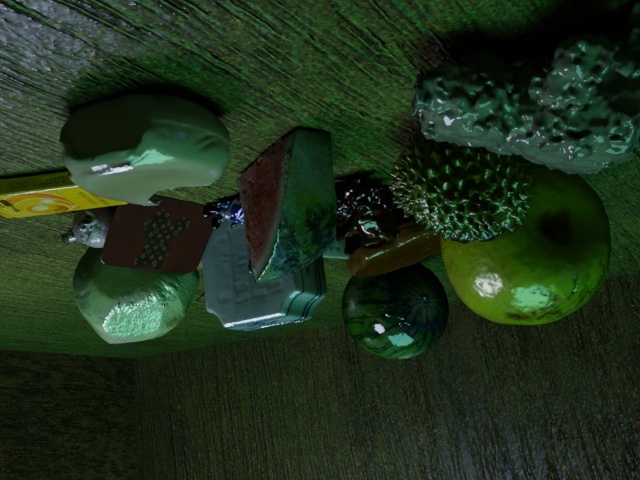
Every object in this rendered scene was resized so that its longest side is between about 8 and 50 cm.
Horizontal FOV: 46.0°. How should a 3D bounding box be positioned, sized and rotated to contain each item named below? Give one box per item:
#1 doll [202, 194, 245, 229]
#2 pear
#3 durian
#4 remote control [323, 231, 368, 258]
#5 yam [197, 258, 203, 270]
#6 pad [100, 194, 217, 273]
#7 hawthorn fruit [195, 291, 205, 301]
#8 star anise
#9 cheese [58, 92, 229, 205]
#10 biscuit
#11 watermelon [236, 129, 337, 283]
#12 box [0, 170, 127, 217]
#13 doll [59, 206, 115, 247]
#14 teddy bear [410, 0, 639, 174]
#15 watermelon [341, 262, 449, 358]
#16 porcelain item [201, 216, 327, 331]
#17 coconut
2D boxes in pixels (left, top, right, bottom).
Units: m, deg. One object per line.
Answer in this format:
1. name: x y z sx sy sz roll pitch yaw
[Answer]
1. doll: -0.172 -0.070 1.707 0.195 0.070 0.096 -10 134 27
2. pear: 0.434 0.008 1.659 0.390 0.391 0.391 -5 165 -1
3. durian: 0.260 -0.119 1.408 0.291 0.225 0.291 4 -162 -1
4. remote control: 0.000 0.001 1.996 0.309 0.090 0.038 6 -178 -36
5. yam: -0.236 0.027 2.040 0.317 0.067 0.071 -15 -156 33
6. pad: -0.359 -0.012 1.702 0.267 0.181 0.004 9 -162 -46
7. hawthorn fruit: -0.243 0.156 2.268 0.262 0.211 0.210 3 164 -6
8. star anise: 0.045 -0.057 1.675 0.346 0.148 0.237 -7 167 -37
9. cheese: -0.289 -0.146 1.247 0.265 0.127 0.233 -9 165 19
10. biscuit: 0.256 -0.002 1.994 0.381 0.074 0.359 -32 164 26
11. watermelon: -0.068 -0.080 1.473 0.193 0.310 0.232 -4 -157 -4
12. box: -0.542 -0.093 1.518 0.269 0.044 0.152 -8 165 4
13. doll: -0.473 -0.029 1.691 0.192 0.095 0.149 1 167 -32
14. teddy bear: 0.317 -0.222 1.135 0.367 0.225 0.357 12 165 -6
15. watermelon: 0.238 0.216 2.420 0.363 0.363 0.363 -5 165 -1
16. porcelain item: -0.134 0.068 1.806 0.281 0.286 0.157 -15 165 27
17. coconut: -0.462 0.116 1.901 0.328 0.281 0.328 -41 170 -9
